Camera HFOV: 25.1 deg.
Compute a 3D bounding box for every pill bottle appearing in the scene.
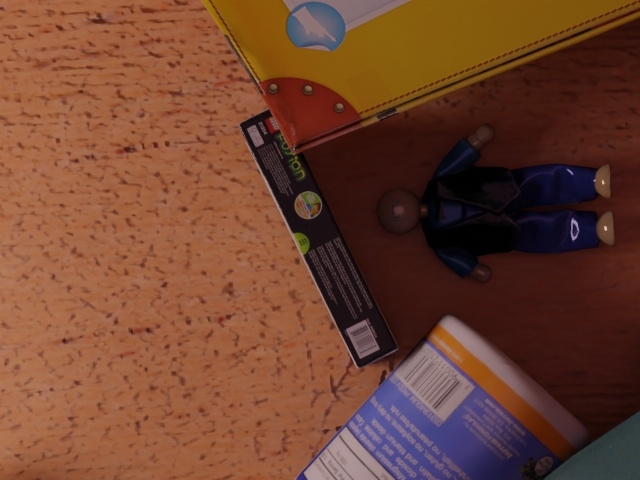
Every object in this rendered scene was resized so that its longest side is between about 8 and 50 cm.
[{"bbox_3d":[0.064,0.202,1.096,0.152,0.152,0.272,41,90,5],"label":"pill bottle"}]

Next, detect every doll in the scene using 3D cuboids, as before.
[{"bbox_3d":[0.139,-0.030,1.160,0.189,0.046,0.129,-3,95,9],"label":"doll"}]

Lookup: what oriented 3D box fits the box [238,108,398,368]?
[{"bbox_3d":[0.000,0.000,1.132,0.036,0.114,0.207,-26,86,1],"label":"box"}]

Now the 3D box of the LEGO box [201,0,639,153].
[{"bbox_3d":[0.118,-0.328,0.951,0.500,0.193,0.372,-20,122,21],"label":"LEGO box"}]

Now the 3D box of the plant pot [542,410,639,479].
[{"bbox_3d":[0.226,0.249,1.042,0.234,0.166,0.165,-29,50,-2],"label":"plant pot"}]
